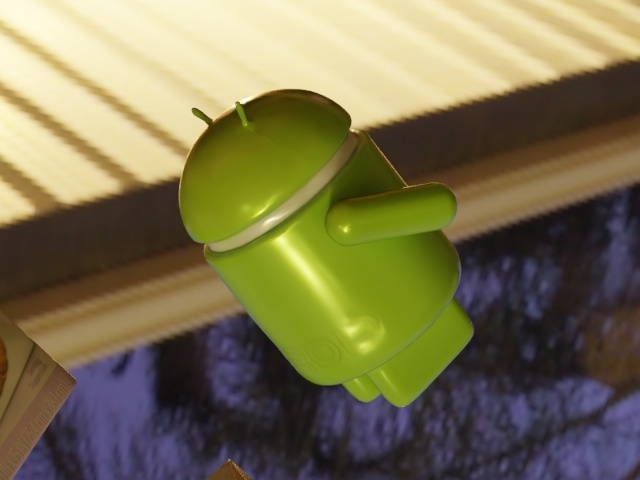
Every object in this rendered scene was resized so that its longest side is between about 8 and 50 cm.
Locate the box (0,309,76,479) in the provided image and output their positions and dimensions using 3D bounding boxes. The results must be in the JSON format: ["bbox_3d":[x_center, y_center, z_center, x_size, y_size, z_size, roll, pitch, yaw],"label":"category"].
[{"bbox_3d":[-0.185,0.142,0.613,0.067,0.063,0.324,44,-135,-13],"label":"box"}]

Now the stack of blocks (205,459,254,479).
[{"bbox_3d":[-0.130,0.278,1.213,0.171,0.297,0.087,45,-171,-27],"label":"stack of blocks"}]

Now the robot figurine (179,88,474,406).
[{"bbox_3d":[0.000,0.000,0.630,0.067,0.115,0.101,-44,-163,-18],"label":"robot figurine"}]
